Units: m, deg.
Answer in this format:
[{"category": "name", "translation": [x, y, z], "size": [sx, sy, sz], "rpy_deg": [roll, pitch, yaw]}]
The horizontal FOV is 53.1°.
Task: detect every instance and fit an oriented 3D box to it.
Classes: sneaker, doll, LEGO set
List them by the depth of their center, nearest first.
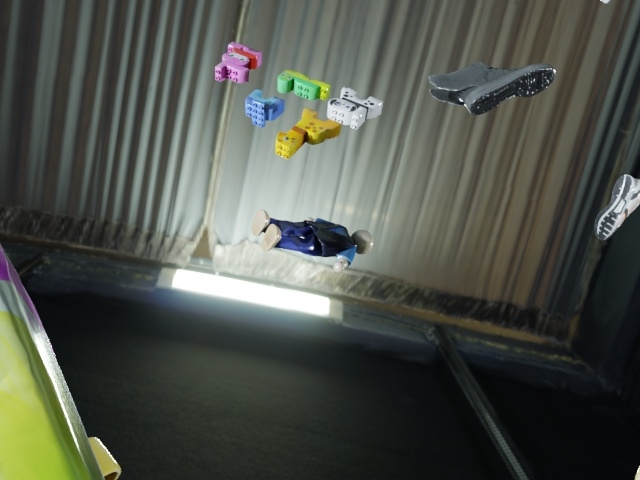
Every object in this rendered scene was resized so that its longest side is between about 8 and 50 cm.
[{"category": "LEGO set", "translation": [-0.046, -0.165, 0.832], "size": [0.227, 0.087, 0.093], "rpy_deg": [25, -132, 16]}, {"category": "doll", "translation": [0.000, 0.000, 0.916], "size": [0.188, 0.046, 0.129], "rpy_deg": [6, -148, -37]}, {"category": "sneaker", "translation": [0.455, -0.045, 0.967], "size": [0.043, 0.109, 0.040], "rpy_deg": [6, -148, -22]}, {"category": "sneaker", "translation": [0.257, -0.243, 0.967], "size": [0.170, 0.051, 0.089], "rpy_deg": [-23, -131, -2]}]

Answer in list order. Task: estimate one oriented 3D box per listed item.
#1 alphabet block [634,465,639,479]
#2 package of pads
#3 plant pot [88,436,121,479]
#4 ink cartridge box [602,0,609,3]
[{"category": "alphabet block", "translation": [0.464, 0.211, 0.605], "size": [0.193, 0.197, 0.192], "rpy_deg": [25, -179, -15]}, {"category": "package of pads", "translation": [-0.226, 0.151, 0.465], "size": [0.101, 0.229, 0.297], "rpy_deg": [-22, -114, -23]}, {"category": "plant pot", "translation": [-0.549, 0.422, 1.203], "size": [0.239, 0.254, 0.254], "rpy_deg": [48, -156, 13]}, {"category": "ink cartridge box", "translation": [0.471, -0.470, 0.907], "size": [0.092, 0.219, 0.160], "rpy_deg": [43, 171, 5]}]
